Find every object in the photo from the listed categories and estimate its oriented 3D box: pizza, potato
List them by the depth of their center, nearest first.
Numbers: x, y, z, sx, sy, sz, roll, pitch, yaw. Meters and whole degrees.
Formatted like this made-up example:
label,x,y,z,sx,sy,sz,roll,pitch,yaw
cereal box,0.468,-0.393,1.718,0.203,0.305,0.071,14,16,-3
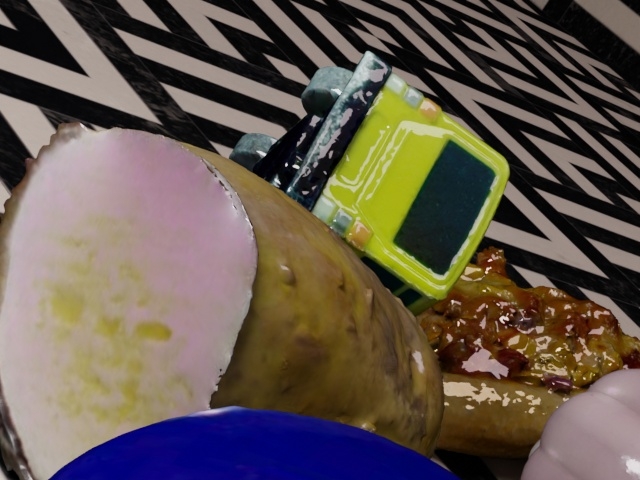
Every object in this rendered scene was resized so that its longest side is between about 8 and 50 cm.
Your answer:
label,x,y,z,sx,sy,sz,roll,pitch,yaw
potato,-0.040,0.071,1.102,0.229,0.229,0.266,44,15,34
pizza,0.150,0.077,1.525,0.289,0.081,0.229,-9,37,-41

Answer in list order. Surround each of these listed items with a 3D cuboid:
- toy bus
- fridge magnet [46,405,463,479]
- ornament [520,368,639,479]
label,x,y,z,sx,sy,sz,roll,pitch,yaw
toy bus,0.000,0.000,1.273,0.150,0.128,0.262,35,-28,-10
fridge magnet,-0.021,0.177,0.859,0.265,0.113,0.265,5,37,-3
ornament,0.221,0.174,1.325,0.177,0.177,0.177,30,17,-10
